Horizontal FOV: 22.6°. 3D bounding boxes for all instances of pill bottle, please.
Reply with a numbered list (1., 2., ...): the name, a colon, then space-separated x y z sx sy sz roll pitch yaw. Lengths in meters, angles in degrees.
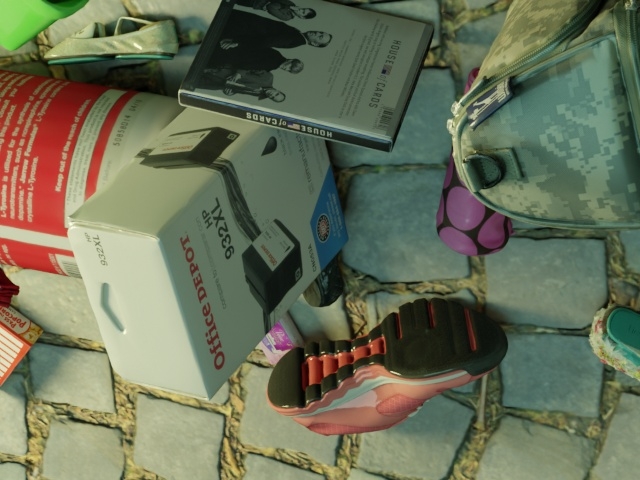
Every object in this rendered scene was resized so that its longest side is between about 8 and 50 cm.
1. pill bottle: -0.363 -0.085 1.890 0.407 0.229 0.229 10 123 12

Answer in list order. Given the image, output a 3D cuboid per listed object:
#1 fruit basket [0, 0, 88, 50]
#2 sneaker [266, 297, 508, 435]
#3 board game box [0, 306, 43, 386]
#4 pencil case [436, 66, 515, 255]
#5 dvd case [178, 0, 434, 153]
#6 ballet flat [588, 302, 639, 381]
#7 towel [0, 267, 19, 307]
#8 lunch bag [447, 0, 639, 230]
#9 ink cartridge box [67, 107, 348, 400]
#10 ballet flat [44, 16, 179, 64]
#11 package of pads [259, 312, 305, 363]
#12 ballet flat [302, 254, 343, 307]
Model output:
1. fruit basket: -0.325 -0.434 1.662 0.392 0.283 0.392 19 140 17
2. sneaker: 0.095 0.168 1.988 0.313 0.116 0.136 -16 139 22
3. board game box: -0.493 0.118 2.166 0.193 0.045 0.147 37 124 -6
4. pencil case: 0.192 -0.090 1.789 0.098 0.095 0.209 0 124 -17
5. dvd case: -0.013 -0.192 1.742 0.238 0.179 0.030 14 144 9
6. ballet flat: 0.421 0.153 1.882 0.241 0.091 0.077 34 155 1
7. towel: -0.518 0.001 1.965 0.274 0.199 0.031 21 99 -33
8. lunch bag: 0.258 -0.139 1.365 0.256 0.305 0.213 -11 114 22
9. ink cartridge box: -0.114 -0.010 1.759 0.129 0.307 0.223 10 130 31
10. ballet flat: -0.244 -0.235 1.875 0.168 0.057 0.052 -1 92 15
11. package of pads: -0.058 0.113 2.030 0.050 0.032 0.083 -18 113 28
12. ballet flat: 0.000 0.000 1.944 0.057 0.049 0.173 18 121 34
